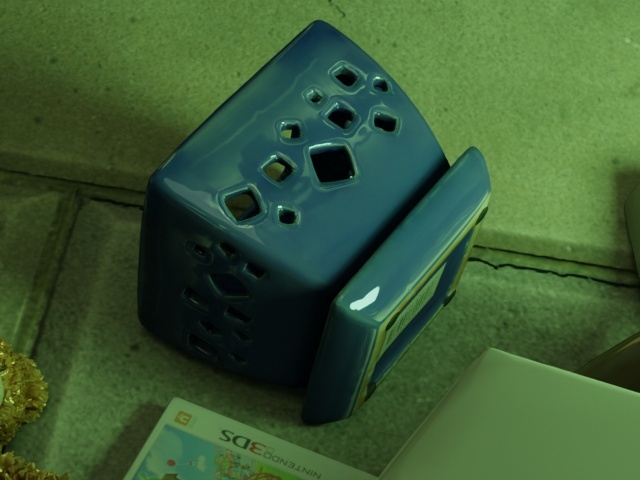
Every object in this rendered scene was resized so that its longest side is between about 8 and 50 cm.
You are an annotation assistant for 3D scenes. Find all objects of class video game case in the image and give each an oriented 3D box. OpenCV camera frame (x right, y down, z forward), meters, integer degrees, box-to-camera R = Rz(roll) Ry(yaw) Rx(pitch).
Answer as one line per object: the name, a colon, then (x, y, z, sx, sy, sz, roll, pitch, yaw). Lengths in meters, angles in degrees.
video game case: (-0.077, 0.238, 1.231, 0.193, 0.023, 0.212, 20, 49, 12)

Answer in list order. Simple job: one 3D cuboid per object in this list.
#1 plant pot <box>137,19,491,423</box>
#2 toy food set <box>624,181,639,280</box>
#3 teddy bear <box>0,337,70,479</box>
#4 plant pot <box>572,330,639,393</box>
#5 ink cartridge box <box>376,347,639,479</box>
plant pot: (0.000, 0.000, 1.307, 0.212, 0.236, 0.236, 35, 59, 13)
toy food set: (0.443, 0.037, 1.406, 0.306, 0.092, 0.220, 3, 43, -3)
teddy bear: (-0.311, 0.203, 1.207, 0.245, 0.113, 0.338, 25, 56, 11)
plant pot: (0.346, 0.193, 1.139, 0.323, 0.323, 0.280, -29, 91, -23)
ink cartridge box: (0.221, 0.281, 0.973, 0.279, 0.385, 0.160, 13, 51, 42)
